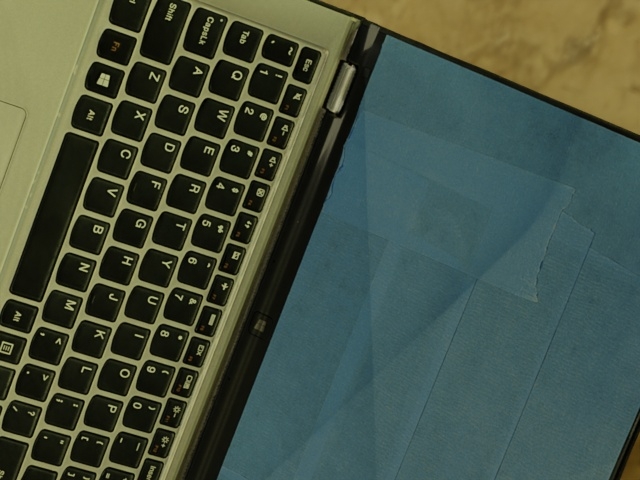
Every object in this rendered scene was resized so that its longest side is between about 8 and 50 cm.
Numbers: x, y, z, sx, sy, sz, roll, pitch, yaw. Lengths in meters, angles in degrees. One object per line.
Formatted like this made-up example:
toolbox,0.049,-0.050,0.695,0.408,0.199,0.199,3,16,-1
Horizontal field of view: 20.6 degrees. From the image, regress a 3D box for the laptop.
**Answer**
laptop,-0.069,0.054,0.940,0.236,0.407,0.382,-133,63,-71
